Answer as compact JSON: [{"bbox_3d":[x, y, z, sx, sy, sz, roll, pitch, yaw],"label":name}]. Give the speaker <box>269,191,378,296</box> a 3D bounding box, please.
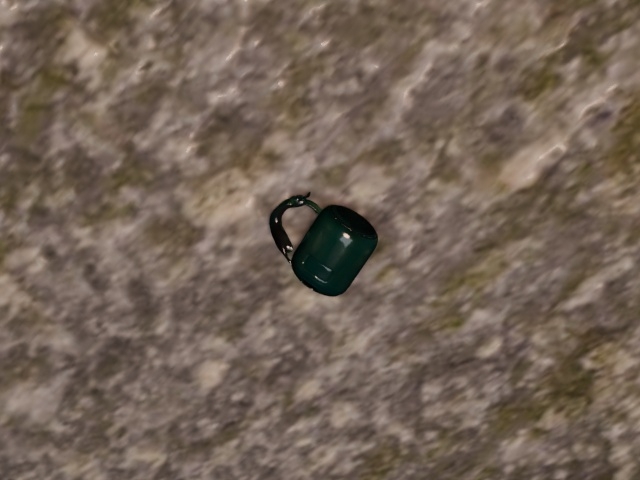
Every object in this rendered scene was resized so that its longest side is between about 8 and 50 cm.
[{"bbox_3d":[-0.002,0.001,0.743,0.094,0.060,0.075,28,111,-13],"label":"speaker"}]
